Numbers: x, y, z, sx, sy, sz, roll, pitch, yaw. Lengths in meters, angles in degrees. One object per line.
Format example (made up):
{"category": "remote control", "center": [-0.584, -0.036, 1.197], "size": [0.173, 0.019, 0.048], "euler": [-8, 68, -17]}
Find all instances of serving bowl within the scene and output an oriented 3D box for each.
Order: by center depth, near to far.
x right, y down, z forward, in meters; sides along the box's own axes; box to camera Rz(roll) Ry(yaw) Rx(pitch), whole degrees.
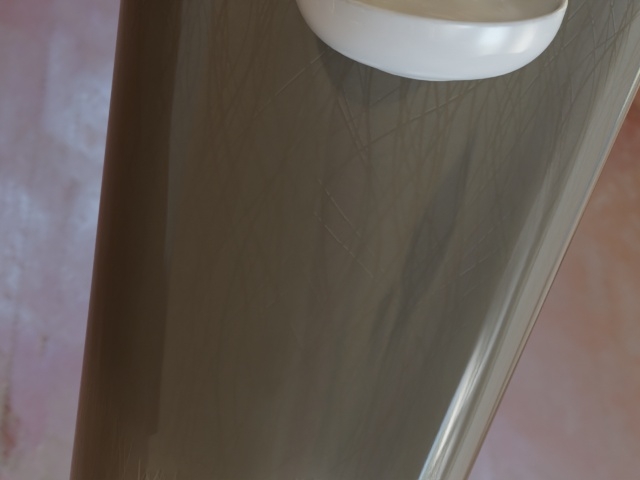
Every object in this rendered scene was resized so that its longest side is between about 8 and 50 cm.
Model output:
{"category": "serving bowl", "center": [0.031, -0.067, 0.581], "size": [0.083, 0.027, 0.083], "euler": [6, 23, -3]}

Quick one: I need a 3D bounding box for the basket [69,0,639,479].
{"category": "basket", "center": [0.000, 0.000, 0.682], "size": [0.204, 0.154, 0.227], "euler": [17, 84, -12]}
